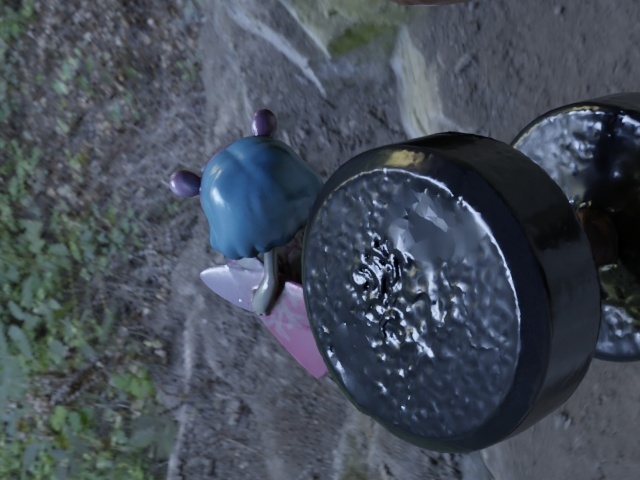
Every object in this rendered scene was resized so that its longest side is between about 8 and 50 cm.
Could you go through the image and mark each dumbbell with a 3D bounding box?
[{"bbox_3d":[0.113,0.009,0.587,0.152,0.218,0.152,17,114,43],"label":"dumbbell"}]

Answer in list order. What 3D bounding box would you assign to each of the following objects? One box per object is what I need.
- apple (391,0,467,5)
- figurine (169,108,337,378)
[{"bbox_3d":[0.112,-0.372,1.092,0.301,0.301,0.301,-2,76,9],"label":"apple"},{"bbox_3d":[-0.001,0.006,0.996,0.205,0.103,0.260,-34,110,-5],"label":"figurine"}]
